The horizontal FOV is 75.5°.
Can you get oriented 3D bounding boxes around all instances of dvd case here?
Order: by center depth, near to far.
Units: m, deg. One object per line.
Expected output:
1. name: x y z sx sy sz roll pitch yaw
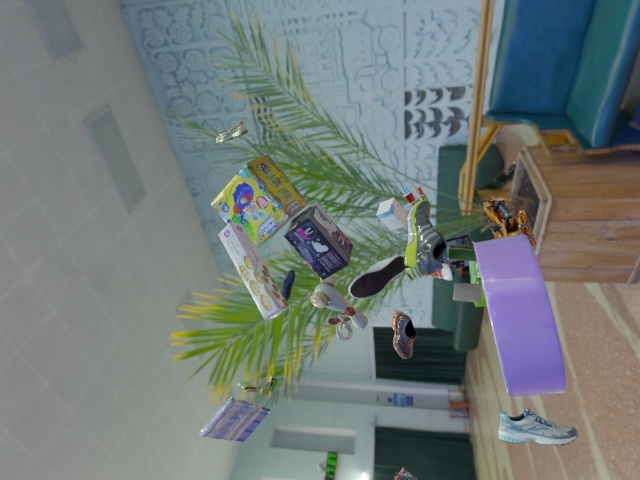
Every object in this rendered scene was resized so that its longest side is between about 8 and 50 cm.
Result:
1. dvd case: 0.718 0.082 2.309 0.022 0.253 0.180 -87 -21 -73

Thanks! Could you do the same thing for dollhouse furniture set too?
1. dollhouse furniture set: 0.530 0.111 1.508 0.301 0.151 0.198 -24 -64 -76
2. dollhouse furniture set: -0.246 0.568 1.653 0.151 0.076 0.059 20 -94 -38

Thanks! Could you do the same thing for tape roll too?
1. tape roll: 0.348 0.130 0.737 0.275 0.090 0.275 -14 -90 -69

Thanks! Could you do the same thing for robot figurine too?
1. robot figurine: 0.610 -0.049 1.342 0.291 0.085 0.211 -62 -52 -74

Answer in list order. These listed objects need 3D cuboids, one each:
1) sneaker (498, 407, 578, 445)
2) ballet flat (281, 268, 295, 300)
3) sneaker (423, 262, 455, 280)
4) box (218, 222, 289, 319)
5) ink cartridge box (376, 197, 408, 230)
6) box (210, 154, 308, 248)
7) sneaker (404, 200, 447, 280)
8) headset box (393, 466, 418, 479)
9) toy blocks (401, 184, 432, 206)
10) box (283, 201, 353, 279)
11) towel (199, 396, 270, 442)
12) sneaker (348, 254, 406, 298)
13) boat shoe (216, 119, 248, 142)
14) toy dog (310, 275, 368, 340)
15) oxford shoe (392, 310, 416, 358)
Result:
1. sneaker: 0.845 0.726 1.618 0.110 0.283 0.122 39 -133 -70
2. ballet flat: -0.166 0.230 2.140 0.049 0.057 0.173 10 -82 -68
3. sneaker: 0.573 0.162 2.119 0.270 0.145 0.090 -131 26 -76
4. box: -0.210 0.091 1.285 0.324 0.067 0.063 58 -156 18
5. ink cartridge box: 0.363 -0.123 2.055 0.143 0.090 0.092 42 -130 -25
6. box: -0.262 -0.158 1.783 0.279 0.290 0.177 49 -145 -1
7. sneaker: 0.356 -0.007 1.367 0.111 0.121 0.300 48 -137 -46
8. headset box: 0.243 0.687 1.160 0.062 0.083 0.032 -44 -42 -19
9. toy blocks: 0.482 -0.230 2.096 0.148 0.123 0.054 58 161 -7
10. box: 0.000 0.000 1.648 0.247 0.142 0.163 50 -153 -16
11. towel: -0.364 0.789 1.801 0.209 0.034 0.285 -49 -42 -2
12. sneaker: 0.242 0.165 1.806 0.106 0.290 0.123 63 165 -2
13. boat shoe: -0.336 -0.405 1.548 0.056 0.153 0.048 -36 -68 -49
14. toy dog: 0.069 0.324 2.041 0.220 0.161 0.334 -31 -89 -35
15. oxford shoe: 0.416 0.477 2.012 0.097 0.098 0.271 -30 -62 -26
